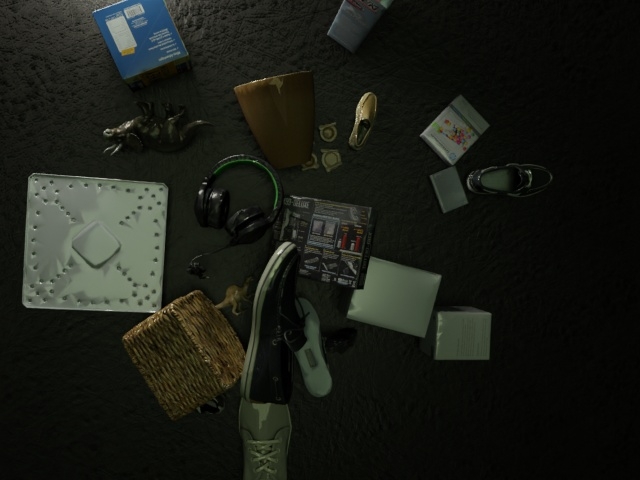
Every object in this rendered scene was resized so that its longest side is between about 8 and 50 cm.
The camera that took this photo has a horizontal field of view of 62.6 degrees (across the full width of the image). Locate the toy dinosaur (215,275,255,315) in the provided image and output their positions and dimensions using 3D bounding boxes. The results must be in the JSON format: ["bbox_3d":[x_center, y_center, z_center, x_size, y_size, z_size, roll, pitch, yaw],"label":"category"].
[{"bbox_3d":[-0.269,0.189,1.647,0.183,0.053,0.093,-38,80,-1],"label":"toy dinosaur"}]

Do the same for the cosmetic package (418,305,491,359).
[{"bbox_3d":[0.430,0.294,1.698,0.183,0.151,0.151,3,91,-9],"label":"cosmetic package"}]

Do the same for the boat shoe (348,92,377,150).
[{"bbox_3d":[0.144,-0.379,1.668,0.068,0.072,0.190,13,90,-9],"label":"boat shoe"}]

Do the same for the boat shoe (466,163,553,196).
[{"bbox_3d":[0.640,-0.197,1.742,0.302,0.091,0.114,-8,94,-8],"label":"boat shoe"}]

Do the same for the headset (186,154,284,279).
[{"bbox_3d":[-0.269,-0.071,1.543,0.243,0.185,0.394,28,85,4],"label":"headset"}]

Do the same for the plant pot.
[{"bbox_3d":[-0.113,-0.349,1.566,0.237,0.237,0.254,-13,103,-8],"label":"plant pot"}]

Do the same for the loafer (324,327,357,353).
[{"bbox_3d":[0.067,0.327,1.647,0.062,0.170,0.061,6,101,33],"label":"loafer"}]

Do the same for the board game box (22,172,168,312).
[{"bbox_3d":[-0.663,0.011,1.570,0.389,0.050,0.390,4,91,-9],"label":"board game box"}]

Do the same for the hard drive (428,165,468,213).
[{"bbox_3d":[0.423,-0.169,1.745,0.094,0.022,0.135,-22,95,-7],"label":"hard drive"}]

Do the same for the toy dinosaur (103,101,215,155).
[{"bbox_3d":[-0.475,-0.329,1.571,0.313,0.121,0.160,2,104,-13],"label":"toy dinosaur"}]

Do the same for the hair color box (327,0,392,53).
[{"bbox_3d":[0.143,-0.693,1.504,0.113,0.374,0.185,33,87,-8],"label":"hair color box"}]

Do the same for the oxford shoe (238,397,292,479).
[{"bbox_3d":[-0.171,0.651,1.632,0.169,0.130,0.450,1,90,-6],"label":"oxford shoe"}]

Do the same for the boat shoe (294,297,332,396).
[{"bbox_3d":[-0.031,0.331,1.650,0.113,0.105,0.306,-22,82,-2],"label":"boat shoe"}]

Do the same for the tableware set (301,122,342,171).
[{"bbox_3d":[-0.009,-0.297,1.675,0.141,0.020,0.169,-11,93,-8],"label":"tableware set"}]

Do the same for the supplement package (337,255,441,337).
[{"bbox_3d":[0.214,0.167,1.664,0.261,0.145,0.204,16,89,-8],"label":"supplement package"}]

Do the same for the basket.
[{"bbox_3d":[-0.388,0.327,1.558,0.223,0.213,0.299,-34,91,19],"label":"basket"}]

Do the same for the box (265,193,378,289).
[{"bbox_3d":[0.000,0.000,1.586,0.307,0.076,0.243,10,90,23],"label":"box"}]

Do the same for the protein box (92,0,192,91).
[{"bbox_3d":[-0.509,-0.576,1.528,0.199,0.136,0.201,-25,95,-7],"label":"protein box"}]

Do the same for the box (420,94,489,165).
[{"bbox_3d":[0.442,-0.361,1.733,0.145,0.038,0.186,44,86,-7],"label":"box"}]

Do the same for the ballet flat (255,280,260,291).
[{"bbox_3d":[-0.145,0.225,1.653,0.079,0.077,0.222,-16,100,-26],"label":"ballet flat"}]

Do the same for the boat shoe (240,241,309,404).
[{"bbox_3d":[-0.110,0.249,1.515,0.156,0.187,0.500,14,102,14],"label":"boat shoe"}]

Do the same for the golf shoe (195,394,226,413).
[{"bbox_3d":[-0.384,0.475,1.610,0.198,0.094,0.077,19,90,-7],"label":"golf shoe"}]
